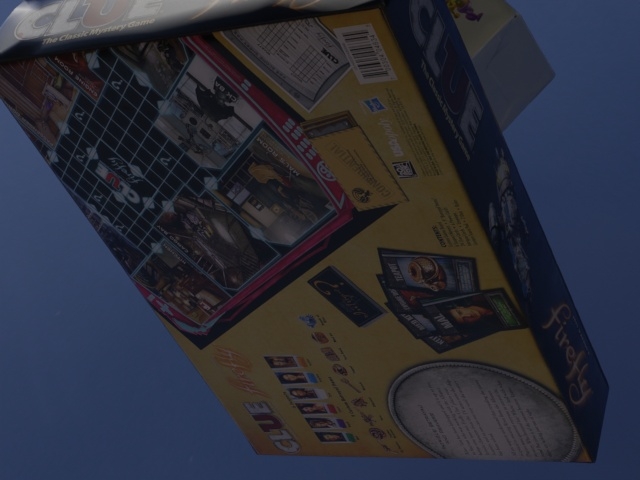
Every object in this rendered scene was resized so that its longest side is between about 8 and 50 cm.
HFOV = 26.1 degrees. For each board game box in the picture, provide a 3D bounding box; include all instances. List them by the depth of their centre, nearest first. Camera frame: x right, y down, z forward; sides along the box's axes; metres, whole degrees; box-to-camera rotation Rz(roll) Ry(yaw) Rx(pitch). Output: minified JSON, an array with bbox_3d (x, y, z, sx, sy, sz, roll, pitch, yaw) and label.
[{"bbox_3d":[0.000,0.000,0.539,0.165,0.042,0.243,-3,-44,28],"label":"board game box"},{"bbox_3d":[0.038,-0.222,1.117,0.097,0.224,0.303,-46,-106,7],"label":"board game box"}]
